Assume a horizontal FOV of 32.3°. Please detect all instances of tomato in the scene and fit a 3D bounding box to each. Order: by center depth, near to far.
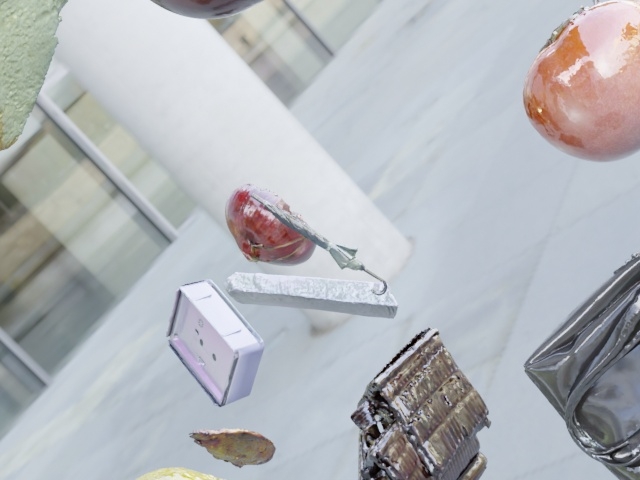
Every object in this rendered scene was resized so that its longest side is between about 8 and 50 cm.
[{"bbox_3d":[0.432,-0.240,1.662,0.256,0.224,0.256,-41,-11,-10],"label":"tomato"}]

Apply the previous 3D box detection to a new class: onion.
[{"bbox_3d":[-0.121,-0.030,2.565,0.161,0.248,0.248,-37,11,1],"label":"onion"}]

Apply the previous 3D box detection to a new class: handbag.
[{"bbox_3d":[0.427,0.177,1.380,0.113,0.285,0.257,-9,-38,-55],"label":"handbag"}]

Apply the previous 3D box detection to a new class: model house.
[{"bbox_3d":[0.135,0.332,1.998,0.297,0.283,0.317,21,50,40],"label":"model house"}]

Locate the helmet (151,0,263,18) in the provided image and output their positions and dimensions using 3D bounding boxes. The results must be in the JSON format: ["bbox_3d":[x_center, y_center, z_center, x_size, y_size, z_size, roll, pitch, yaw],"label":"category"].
[{"bbox_3d":[-0.219,-0.491,1.824,0.230,0.385,0.337,-38,-4,16],"label":"helmet"}]

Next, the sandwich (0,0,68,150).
[{"bbox_3d":[-0.494,-0.323,1.791,0.254,0.099,0.289,-53,-27,-42],"label":"sandwich"}]

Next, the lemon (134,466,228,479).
[{"bbox_3d":[-0.304,0.578,2.195,0.310,0.253,0.253,-44,10,-11],"label":"lemon"}]

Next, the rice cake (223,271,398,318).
[{"bbox_3d":[-0.016,0.104,2.164,0.364,0.073,0.056,3,60,20],"label":"rice cake"}]

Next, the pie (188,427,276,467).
[{"bbox_3d":[-0.118,0.308,1.639,0.088,0.191,0.033,-19,61,13],"label":"pie"}]

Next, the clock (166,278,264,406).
[{"bbox_3d":[-0.190,0.178,1.969,0.073,0.193,0.145,-14,-43,-37],"label":"clock"}]

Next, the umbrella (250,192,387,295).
[{"bbox_3d":[0.004,-0.004,1.782,0.044,0.269,0.044,-52,5,2],"label":"umbrella"}]
